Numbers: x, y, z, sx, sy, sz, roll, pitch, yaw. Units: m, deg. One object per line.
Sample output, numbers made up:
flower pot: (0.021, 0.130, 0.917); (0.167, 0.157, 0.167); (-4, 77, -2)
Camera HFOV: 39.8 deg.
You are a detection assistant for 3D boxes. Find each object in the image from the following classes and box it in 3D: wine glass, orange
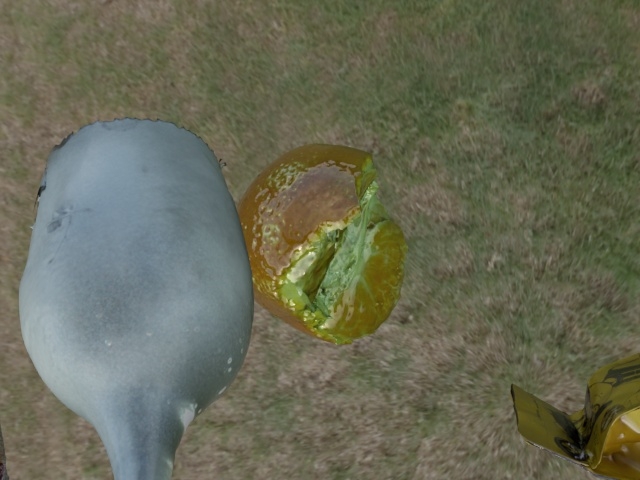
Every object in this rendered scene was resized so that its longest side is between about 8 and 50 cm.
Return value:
wine glass: (-0.096, 0.079, 0.473); (0.143, 0.143, 0.321); (-15, 51, 10)
orange: (-0.005, -0.003, 0.909); (0.158, 0.237, 0.179); (26, 78, 25)

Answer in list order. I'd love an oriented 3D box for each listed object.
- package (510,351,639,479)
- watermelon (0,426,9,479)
package: (0.149, 0.068, 0.364); (0.131, 0.071, 0.047); (-22, 94, 8)
watermelon: (-0.358, 0.253, 0.848); (0.094, 0.154, 0.241); (-4, 77, 14)
